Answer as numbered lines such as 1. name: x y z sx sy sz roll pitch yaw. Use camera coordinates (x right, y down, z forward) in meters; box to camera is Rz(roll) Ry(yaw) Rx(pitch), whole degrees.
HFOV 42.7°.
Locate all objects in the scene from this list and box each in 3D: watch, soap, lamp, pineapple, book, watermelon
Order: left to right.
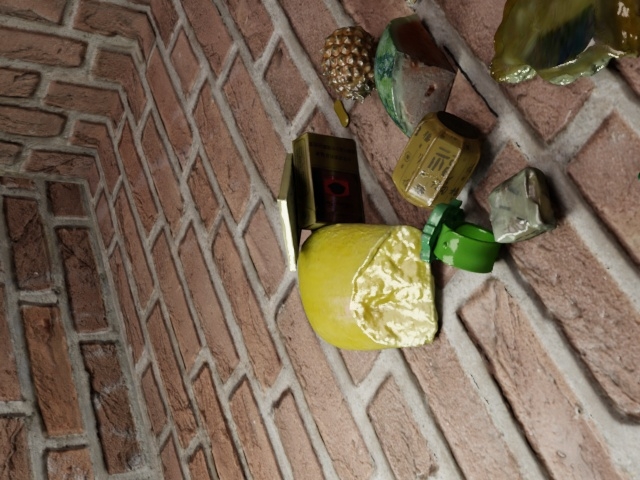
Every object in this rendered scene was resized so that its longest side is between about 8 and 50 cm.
1. book: -0.072 -0.076 2.021 0.289 0.026 0.201 -87 -9 -61
2. soap: 0.054 -0.333 2.143 0.034 0.012 0.089 -56 44 37
3. pineapple: 0.080 -0.415 1.991 0.166 0.166 0.193 -40 53 47
4. soap: 0.085 0.108 1.911 0.427 0.115 0.306 -8 98 51
5. watermelon: 0.198 -0.373 1.826 0.256 0.176 0.260 72 171 -52
6. lamp: 0.245 -0.167 1.716 0.185 0.161 0.161 -63 40 32
7. watch: 0.295 -0.003 1.657 0.152 0.165 0.131 24 107 29

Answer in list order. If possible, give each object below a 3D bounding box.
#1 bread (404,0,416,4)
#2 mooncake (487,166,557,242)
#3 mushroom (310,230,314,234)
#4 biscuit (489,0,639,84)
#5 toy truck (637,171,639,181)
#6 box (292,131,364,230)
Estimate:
1. bread: 0.227 -0.653 1.867 0.192 0.067 0.119 -55 53 40
2. mooncake: 0.388 -0.065 1.558 0.125 0.073 0.130 -25 67 49
3. mushroom: 0.000 0.000 2.089 0.084 0.071 0.209 -52 -48 -73
4. biscuit: 0.438 -0.394 1.519 0.335 0.078 0.329 -47 45 41
5. toy truck: 0.565 -0.114 1.292 0.154 0.078 0.080 -45 50 45
6. box: 0.020 -0.141 2.045 0.071 0.159 0.240 -24 65 51
